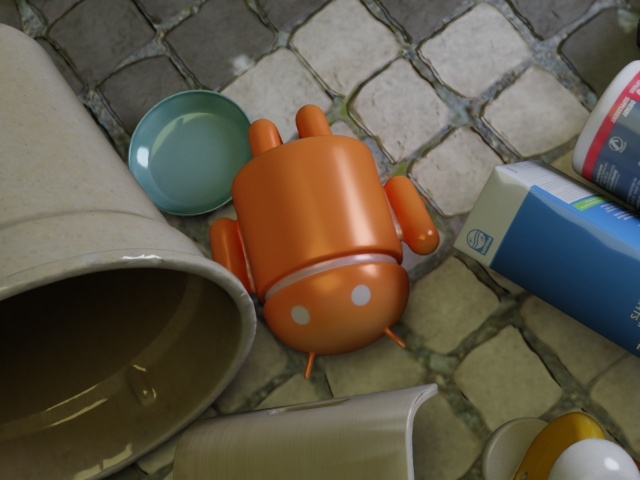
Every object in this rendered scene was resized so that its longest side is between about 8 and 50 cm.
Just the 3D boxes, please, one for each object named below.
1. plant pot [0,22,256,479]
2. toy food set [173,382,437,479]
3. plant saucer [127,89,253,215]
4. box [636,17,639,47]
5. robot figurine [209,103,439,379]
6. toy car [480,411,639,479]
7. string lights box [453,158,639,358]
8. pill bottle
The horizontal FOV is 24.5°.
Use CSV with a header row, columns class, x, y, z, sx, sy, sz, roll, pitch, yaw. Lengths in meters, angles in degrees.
class,x,y,z,sx,sy,sz,roll,pitch,yaw
plant pot,-0.263,0.003,1.163,0.334,0.334,0.305,-30,61,2
toy food set,0.002,0.274,1.142,0.220,0.092,0.306,-11,75,31
plant saucer,-0.113,-0.076,1.319,0.119,0.021,0.119,-3,74,11
box,0.407,-0.213,1.234,0.183,0.059,0.233,37,84,18
robot figurine,0.002,-0.001,1.218,0.158,0.128,0.219,-2,67,-34
toy car,0.181,0.229,1.121,0.136,0.159,0.182,38,80,-19
string lights box,0.248,0.031,1.147,0.259,0.133,0.077,32,107,18
pill bottle,0.305,-0.058,1.185,0.180,0.108,0.108,32,82,18
